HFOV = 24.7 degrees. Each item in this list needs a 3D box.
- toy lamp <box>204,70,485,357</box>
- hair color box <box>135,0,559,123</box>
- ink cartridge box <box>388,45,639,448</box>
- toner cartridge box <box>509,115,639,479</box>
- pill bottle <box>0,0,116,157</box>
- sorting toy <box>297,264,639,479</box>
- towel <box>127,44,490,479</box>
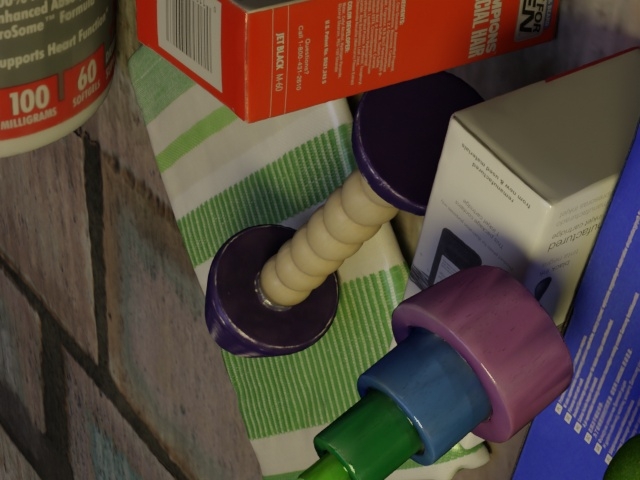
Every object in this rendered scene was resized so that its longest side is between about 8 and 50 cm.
[{"bbox_3d":[0.000,0.000,0.751,0.080,0.080,0.274,64,152,12],"label":"toy lamp"},{"bbox_3d":[0.014,-0.109,0.639,0.093,0.167,0.053,40,138,43],"label":"hair color box"},{"bbox_3d":[0.098,0.005,0.625,0.063,0.109,0.150,46,144,31],"label":"ink cartridge box"},{"bbox_3d":[0.166,0.110,0.604,0.165,0.075,0.347,48,145,33],"label":"toner cartridge box"},{"bbox_3d":[-0.237,-0.250,0.945,0.210,0.210,0.363,46,144,37],"label":"pill bottle"},{"bbox_3d":[0.125,0.165,0.480,0.365,0.126,0.127,45,159,22],"label":"sorting toy"},{"bbox_3d":[-0.020,0.000,0.908,0.248,0.038,0.324,-24,84,60],"label":"towel"}]
